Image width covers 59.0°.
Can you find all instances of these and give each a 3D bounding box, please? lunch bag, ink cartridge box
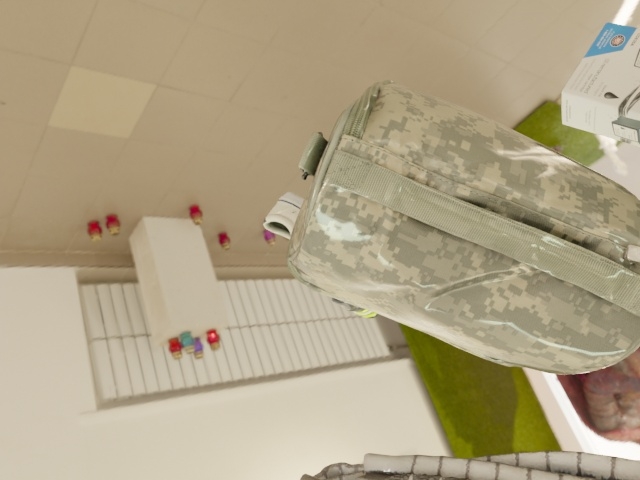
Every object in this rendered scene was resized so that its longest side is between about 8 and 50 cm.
[{"bbox_3d":[0.128,-0.006,0.521,0.256,0.305,0.212,-74,-172,-88],"label":"lunch bag"},{"bbox_3d":[0.457,-0.208,0.782,0.139,0.191,0.082,-55,145,-10],"label":"ink cartridge box"}]

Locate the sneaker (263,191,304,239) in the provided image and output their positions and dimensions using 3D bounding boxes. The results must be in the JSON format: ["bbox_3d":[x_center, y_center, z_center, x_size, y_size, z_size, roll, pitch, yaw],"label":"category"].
[{"bbox_3d":[0.000,0.000,1.048,0.091,0.258,0.094,-49,142,-15],"label":"sneaker"}]

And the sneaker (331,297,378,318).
[{"bbox_3d":[0.096,0.007,1.132,0.111,0.299,0.121,7,177,35],"label":"sneaker"}]

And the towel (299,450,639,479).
[{"bbox_3d":[0.113,0.237,0.287,0.284,0.235,0.121,-10,-175,30],"label":"towel"}]
